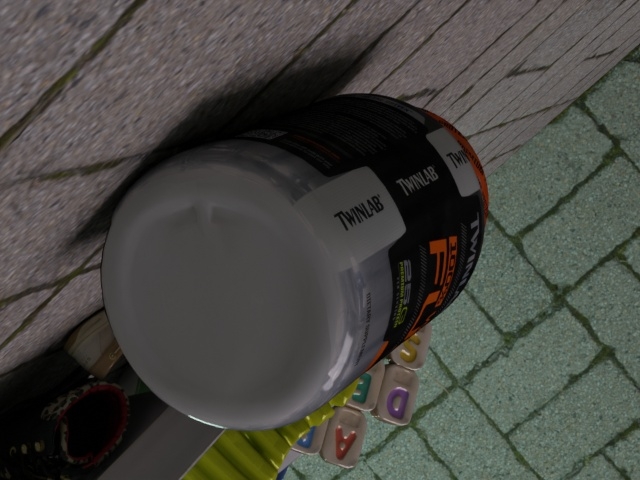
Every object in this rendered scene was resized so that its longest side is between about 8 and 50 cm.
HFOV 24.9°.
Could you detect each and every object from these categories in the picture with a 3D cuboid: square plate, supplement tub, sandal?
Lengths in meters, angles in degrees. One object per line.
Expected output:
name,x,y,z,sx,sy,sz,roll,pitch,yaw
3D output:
square plate,-0.243,0.249,1.400,0.347,0.049,0.344,-45,-168,-28
supplement tub,0.000,0.000,1.130,0.207,0.207,0.338,-43,173,30
sandal,-0.098,0.207,1.527,0.317,0.126,0.138,-41,-160,-24

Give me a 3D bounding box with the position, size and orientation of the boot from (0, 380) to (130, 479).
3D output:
boot,-0.291,0.215,1.332,0.236,0.085,0.179,-44,-167,-37

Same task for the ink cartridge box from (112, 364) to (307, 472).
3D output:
ink cartridge box,-0.160,0.232,1.784,0.278,0.201,0.117,-46,-153,48

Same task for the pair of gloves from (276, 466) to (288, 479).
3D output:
pair of gloves,-0.091,0.320,1.845,0.198,0.023,0.159,-39,-148,56

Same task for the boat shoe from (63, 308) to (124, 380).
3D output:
boat shoe,-0.162,0.073,1.375,0.170,0.059,0.063,-37,173,-27

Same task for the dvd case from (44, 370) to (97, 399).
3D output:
dvd case,-0.346,0.225,1.553,0.221,0.018,0.164,-34,173,-39

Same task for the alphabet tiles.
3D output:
alphabet tiles,0.012,0.113,1.698,0.021,0.284,0.278,-4,-114,54
